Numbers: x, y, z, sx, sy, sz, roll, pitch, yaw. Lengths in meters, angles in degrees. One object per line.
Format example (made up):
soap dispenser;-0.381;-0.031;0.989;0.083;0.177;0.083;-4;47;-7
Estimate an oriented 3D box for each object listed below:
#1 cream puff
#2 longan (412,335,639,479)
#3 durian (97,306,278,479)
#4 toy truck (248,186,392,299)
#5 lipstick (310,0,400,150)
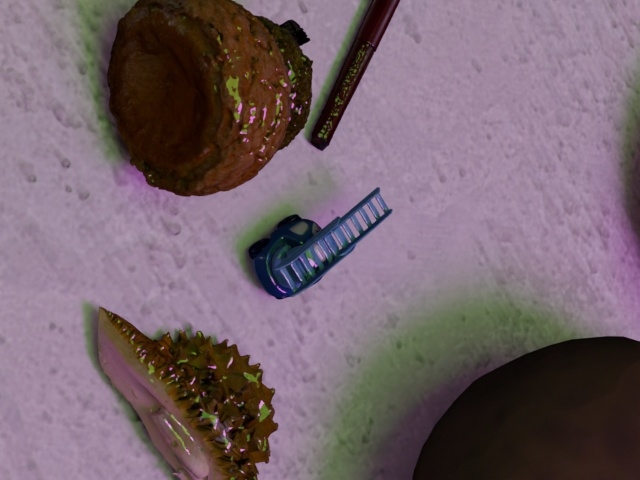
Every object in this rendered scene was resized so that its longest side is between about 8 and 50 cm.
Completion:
cream puff;-0.075;-0.138;1.301;0.169;0.183;0.183;-15;98;-44
longan;0.278;0.274;1.405;0.404;0.336;0.405;6;76;-25
durian;-0.112;0.136;1.315;0.224;0.078;0.140;46;67;-24
toy truck;0.000;0.000;1.390;0.136;0.074;0.063;-41;110;-27
lipstick;0.032;-0.168;1.442;0.027;0.027;0.176;33;74;-27
